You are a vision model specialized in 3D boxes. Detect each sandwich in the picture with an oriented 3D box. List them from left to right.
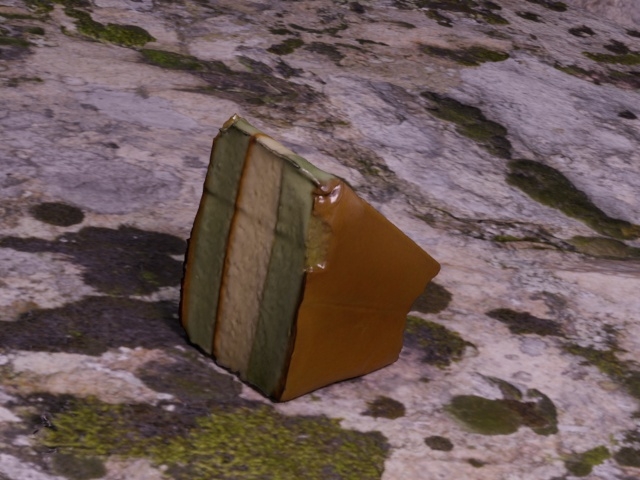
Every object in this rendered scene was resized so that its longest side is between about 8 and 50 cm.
[{"bbox_3d":[0.000,0.000,1.603,0.198,0.227,0.155,-15,36,-44],"label":"sandwich"}]
